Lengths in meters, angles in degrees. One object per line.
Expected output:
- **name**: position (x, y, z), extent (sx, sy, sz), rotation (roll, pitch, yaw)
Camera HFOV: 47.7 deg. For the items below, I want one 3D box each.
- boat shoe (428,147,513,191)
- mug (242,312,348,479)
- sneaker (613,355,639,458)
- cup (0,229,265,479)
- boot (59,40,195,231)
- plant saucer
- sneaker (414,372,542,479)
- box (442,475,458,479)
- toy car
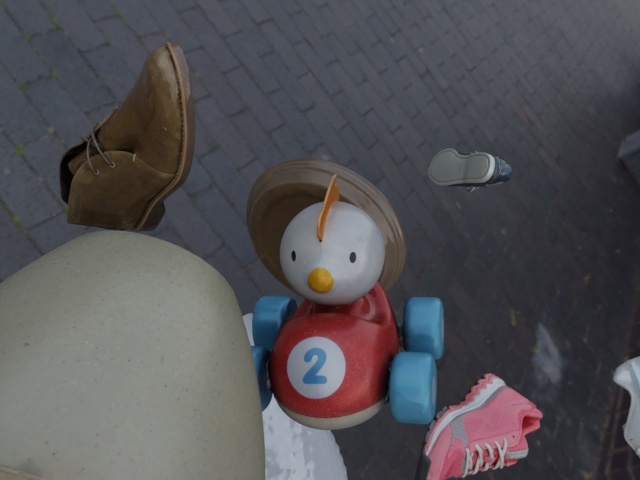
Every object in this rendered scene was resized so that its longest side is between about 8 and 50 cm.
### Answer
- **boat shoe**: position (0.340, -0.164, 1.663), extent (0.079, 0.254, 0.095), rotation (14, 85, -25)
- **mug**: position (-0.141, 0.345, 1.133), extent (0.276, 0.374, 0.328), rotation (-32, 83, -43)
- **sneaker**: position (0.274, 0.163, 0.568), extent (0.054, 0.061, 0.152), rotation (29, 48, -65)
- **cup**: position (-0.185, 0.134, 0.635), extent (0.331, 0.331, 0.237), rotation (36, 51, -28)
- **boot**: position (-0.219, -0.098, 0.807), extent (0.115, 0.305, 0.112), rotation (-4, 61, -30)
- **plant saucer**: position (0.000, 0.000, 1.145), extent (0.278, 0.278, 0.041), rotation (49, 42, -13)
- **sneaker**: position (0.272, 0.331, 1.209), extent (0.136, 0.116, 0.314), rotation (24, 34, 31)
- **box**: position (0.117, 0.413, 0.780), extent (0.103, 0.261, 0.184), rotation (-8, 44, -31)
- **toy car**: position (0.011, 0.051, 0.766), extent (0.210, 0.219, 0.238), rotation (-63, 149, -60)
